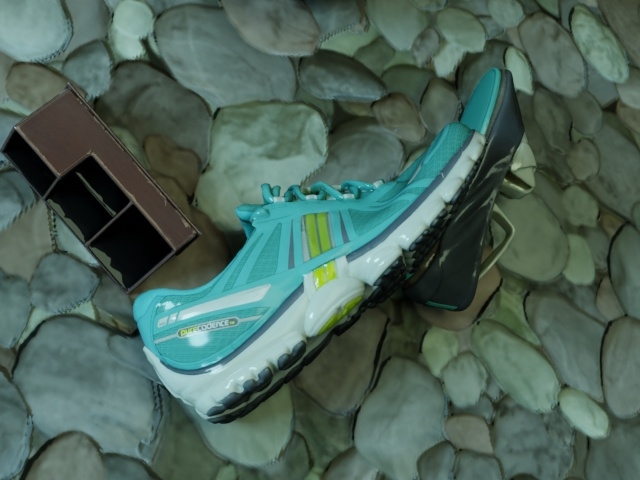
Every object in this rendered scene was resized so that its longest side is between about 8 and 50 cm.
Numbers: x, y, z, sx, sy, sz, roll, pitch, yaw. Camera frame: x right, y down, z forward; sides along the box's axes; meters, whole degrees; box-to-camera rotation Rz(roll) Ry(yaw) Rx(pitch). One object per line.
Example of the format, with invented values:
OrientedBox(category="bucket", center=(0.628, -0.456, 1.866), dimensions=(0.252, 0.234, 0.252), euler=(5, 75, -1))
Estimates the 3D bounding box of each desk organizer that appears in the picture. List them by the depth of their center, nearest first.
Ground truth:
OrientedBox(category="desk organizer", center=(-0.144, -0.032, 0.856), dimensions=(0.130, 0.047, 0.050), euler=(49, 59, -3))

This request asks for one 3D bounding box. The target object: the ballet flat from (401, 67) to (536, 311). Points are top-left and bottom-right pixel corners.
OrientedBox(category="ballet flat", center=(0.120, -0.034, 0.986), dimensions=(0.074, 0.074, 0.203), euler=(31, 65, -15))

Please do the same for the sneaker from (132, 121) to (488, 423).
OrientedBox(category="sneaker", center=(0.000, 0.000, 0.867), dimensions=(0.275, 0.107, 0.110), euler=(-38, 78, -17))
